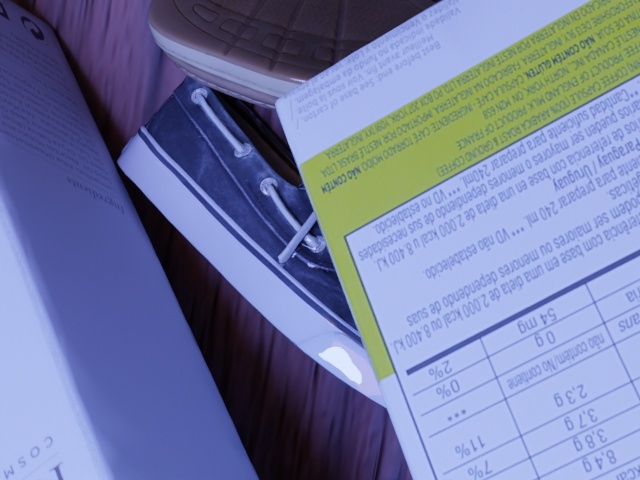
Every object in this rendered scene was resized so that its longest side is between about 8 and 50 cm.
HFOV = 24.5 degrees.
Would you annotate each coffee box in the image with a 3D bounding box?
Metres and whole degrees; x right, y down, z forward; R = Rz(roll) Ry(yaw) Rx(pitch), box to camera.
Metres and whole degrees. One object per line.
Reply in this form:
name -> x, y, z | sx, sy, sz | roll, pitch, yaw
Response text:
coffee box -> 0.234, 0.047, 0.705 | 0.338, 0.337, 0.334 | -29, 60, 14

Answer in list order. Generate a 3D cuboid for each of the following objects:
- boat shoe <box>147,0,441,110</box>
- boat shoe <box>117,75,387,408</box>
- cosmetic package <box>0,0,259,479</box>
boat shoe -> 0.053, -0.090, 0.923 | 0.341, 0.110, 0.122 | 16, 53, 14
boat shoe -> 0.002, 0.000, 0.954 | 0.306, 0.113, 0.105 | 43, 99, 28
cosmetic package -> -0.230, 0.049, 0.914 | 0.230, 0.161, 0.453 | -39, 55, 15
